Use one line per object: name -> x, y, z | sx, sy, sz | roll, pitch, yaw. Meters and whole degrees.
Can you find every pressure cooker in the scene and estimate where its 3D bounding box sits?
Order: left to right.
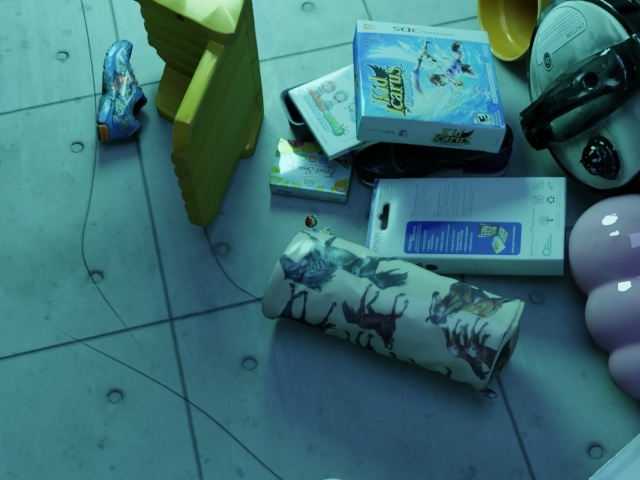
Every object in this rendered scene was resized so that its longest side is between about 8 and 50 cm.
pressure cooker -> 0.546, -0.267, 1.597 | 0.420, 0.370, 0.375 | -18, 41, -17

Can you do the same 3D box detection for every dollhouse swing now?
dollhouse swing -> -0.257, -0.252, 1.639 | 0.315, 0.347, 0.305 | 28, 66, 15

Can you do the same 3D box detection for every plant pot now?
plant pot -> 0.431, -0.451, 1.835 | 0.188, 0.205, 0.205 | -10, 61, -23

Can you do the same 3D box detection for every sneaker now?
sneaker -> -0.369, -0.278, 1.816 | 0.087, 0.083, 0.221 | 6, 67, -11
sneaker -> 0.200, -0.170, 1.714 | 0.283, 0.124, 0.107 | -7, 62, -3

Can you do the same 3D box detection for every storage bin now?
storage bin -> 0.001, -0.230, 1.768 | 0.135, 0.091, 0.098 | -20, 64, -9

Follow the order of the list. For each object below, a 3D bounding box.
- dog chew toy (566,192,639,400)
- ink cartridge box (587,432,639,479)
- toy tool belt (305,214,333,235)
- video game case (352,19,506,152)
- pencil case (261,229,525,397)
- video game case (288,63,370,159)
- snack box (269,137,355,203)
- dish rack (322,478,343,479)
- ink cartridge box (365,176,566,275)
dog chew toy -> 0.509, 0.098, 1.533 | 0.206, 0.206, 0.332 | -4, 70, -1
ink cartridge box -> 0.574, 0.378, 1.453 | 0.275, 0.060, 0.239 | -35, 66, -16
toy tool belt -> 0.000, 0.000, 1.675 | 0.051, 0.052, 0.083 | 12, 61, -29
video game case -> 0.182, -0.273, 1.677 | 0.244, 0.061, 0.269 | 3, 48, -5
pencil case -> 0.109, 0.111, 1.538 | 0.410, 0.183, 0.160 | 18, 59, 13
video game case -> 0.041, -0.231, 1.705 | 0.143, 0.019, 0.157 | -25, 65, -12
snack box -> -0.014, -0.126, 1.742 | 0.141, 0.037, 0.100 | 8, 64, 5
dish rack -> 0.054, 0.538, 1.367 | 0.285, 0.072, 0.333 | 22, 64, 11
ink cartridge box -> 0.249, -0.026, 1.649 | 0.332, 0.065, 0.165 | 2, 61, 15
